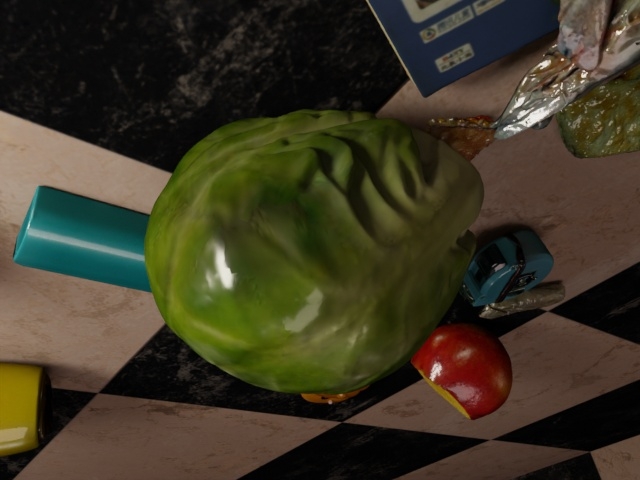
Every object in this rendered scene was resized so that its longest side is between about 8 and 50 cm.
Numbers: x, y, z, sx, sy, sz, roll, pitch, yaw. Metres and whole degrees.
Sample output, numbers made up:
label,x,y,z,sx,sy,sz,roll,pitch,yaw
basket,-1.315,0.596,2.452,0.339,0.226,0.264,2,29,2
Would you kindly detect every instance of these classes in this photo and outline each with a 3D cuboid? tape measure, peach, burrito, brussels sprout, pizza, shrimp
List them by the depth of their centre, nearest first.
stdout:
label,x,y,z,sx,sy,sz,roll,pitch,yaw
shrimp,0.254,-0.208,0.477,0.164,0.062,0.317,20,132,-30
brussels sprout,0.003,0.005,0.591,0.354,0.289,0.281,-32,133,-7
pizza,0.166,-0.119,0.672,0.100,0.029,0.099,-2,152,-7
tape measure,0.299,0.042,0.876,0.125,0.081,0.146,-11,146,-16
burrito,0.373,0.110,1.016,0.171,0.042,0.051,-6,134,-8
peach,0.270,0.256,1.071,0.192,0.190,0.190,-12,147,-24

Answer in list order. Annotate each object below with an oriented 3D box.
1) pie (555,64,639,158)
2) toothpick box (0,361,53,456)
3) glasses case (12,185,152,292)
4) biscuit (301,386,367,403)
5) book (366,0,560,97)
label,x,y,z,sx,sy,sz,roll,pitch,yaw
pie,0.364,-0.166,0.637,0.186,0.041,0.187,-6,145,-4
toothpick box,-0.603,0.288,0.927,0.271,0.175,0.175,2,143,-21
glasses case,-0.237,0.026,0.741,0.300,0.070,0.117,15,138,-32
biscuit,0.027,0.321,1.217,0.170,0.050,0.170,-7,143,-5
book,0.125,-0.312,0.383,0.299,0.039,0.428,-24,142,19
